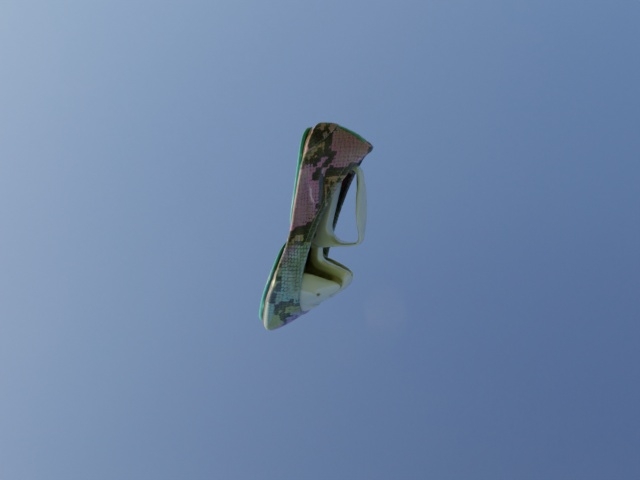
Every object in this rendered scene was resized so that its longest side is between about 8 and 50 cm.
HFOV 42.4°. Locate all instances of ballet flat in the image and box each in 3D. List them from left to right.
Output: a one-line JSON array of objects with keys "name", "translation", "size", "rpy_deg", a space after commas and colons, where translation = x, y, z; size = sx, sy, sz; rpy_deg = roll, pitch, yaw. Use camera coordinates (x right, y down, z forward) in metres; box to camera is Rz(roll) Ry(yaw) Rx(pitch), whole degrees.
[{"name": "ballet flat", "translation": [0.000, 0.000, 0.779], "size": [0.079, 0.222, 0.077], "rpy_deg": [21, -158, 15]}]
